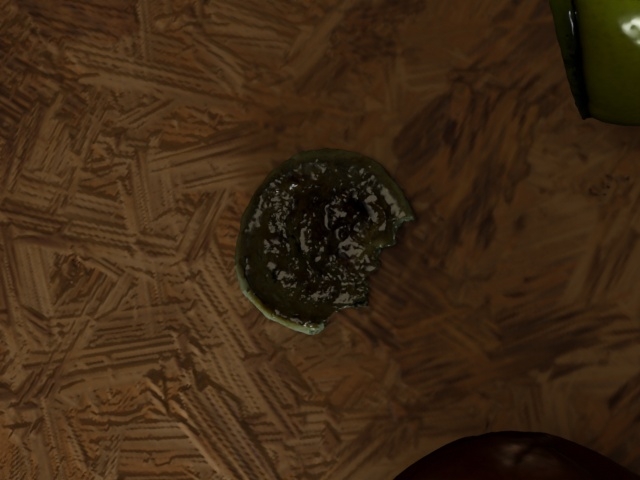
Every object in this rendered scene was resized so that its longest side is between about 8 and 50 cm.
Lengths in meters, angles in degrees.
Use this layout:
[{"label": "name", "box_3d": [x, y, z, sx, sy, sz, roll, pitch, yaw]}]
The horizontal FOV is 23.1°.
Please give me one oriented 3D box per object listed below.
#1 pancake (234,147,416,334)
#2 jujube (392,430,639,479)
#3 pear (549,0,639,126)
[{"label": "pancake", "box_3d": [-0.004, -0.003, 1.071, 0.116, 0.022, 0.129, 29, 91, 22]}, {"label": "jujube", "box_3d": [0.088, 0.262, 0.904, 0.223, 0.223, 0.318, 32, 106, 22]}, {"label": "pear", "box_3d": [0.251, -0.208, 0.894, 0.293, 0.159, 0.292, 0, 92, 7]}]
